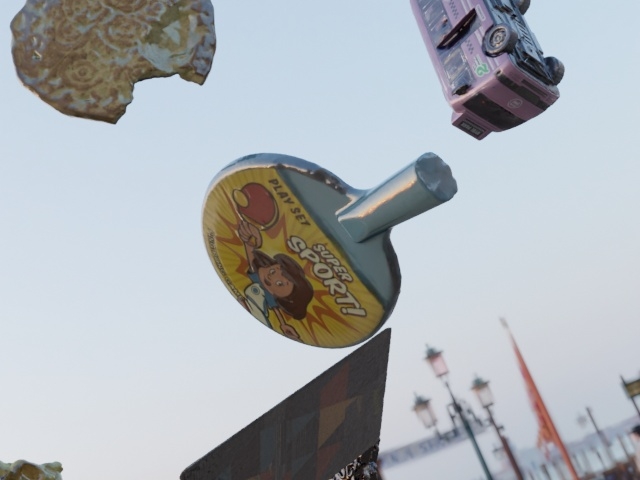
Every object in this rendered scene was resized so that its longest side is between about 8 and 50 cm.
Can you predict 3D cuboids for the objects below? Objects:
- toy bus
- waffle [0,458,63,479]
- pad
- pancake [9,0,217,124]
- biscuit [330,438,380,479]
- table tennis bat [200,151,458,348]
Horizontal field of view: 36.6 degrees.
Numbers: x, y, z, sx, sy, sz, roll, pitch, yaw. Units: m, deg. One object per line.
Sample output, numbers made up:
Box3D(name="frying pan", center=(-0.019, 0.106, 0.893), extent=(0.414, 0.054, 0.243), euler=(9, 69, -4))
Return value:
Box3D(name="toy bus", center=(0.166, -0.204, 1.003), extent=(0.096, 0.198, 0.108), euler=(23, -50, -38))
Box3D(name="waffle", center=(-0.416, 0.412, 1.183), extent=(0.282, 0.300, 0.058), euler=(14, -13, -18))
Box3D(name="pad", center=(-0.020, 0.163, 0.738), extent=(0.211, 0.003, 0.142), euler=(-31, -40, -35))
Box3D(name="pancake", center=(-0.228, -0.230, 1.075), extent=(0.235, 0.211, 0.029), euler=(-23, -18, -17))
Box3D(name="biscuit", center=(0.032, 0.211, 0.921), extent=(0.027, 0.089, 0.087), euler=(13, -57, -36))
Box3D(name="table tennis bat", center=(0.000, 0.000, 0.898), extent=(0.329, 0.215, 0.044), euler=(-28, 12, 50))
